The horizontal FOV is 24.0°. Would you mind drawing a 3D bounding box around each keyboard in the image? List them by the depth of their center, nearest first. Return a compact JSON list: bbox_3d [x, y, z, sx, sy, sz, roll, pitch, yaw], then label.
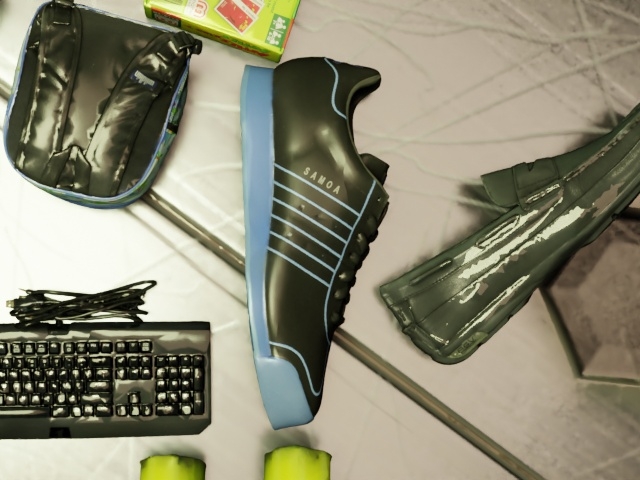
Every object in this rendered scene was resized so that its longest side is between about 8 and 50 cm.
[{"bbox_3d":[-0.164,0.076,0.942,0.192,0.038,0.100,-1,88,-5],"label":"keyboard"}]

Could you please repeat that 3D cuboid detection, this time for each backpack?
[{"bbox_3d":[-0.137,-0.078,0.925,0.105,0.084,0.114,16,82,-3],"label":"backpack"}]

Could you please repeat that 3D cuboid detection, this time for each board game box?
[{"bbox_3d":[-0.039,-0.215,0.957,0.092,0.043,0.181,19,87,-4],"label":"board game box"}]

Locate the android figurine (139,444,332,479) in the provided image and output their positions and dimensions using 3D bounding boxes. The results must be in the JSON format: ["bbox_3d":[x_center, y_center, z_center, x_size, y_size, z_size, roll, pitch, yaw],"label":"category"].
[{"bbox_3d":[-0.054,0.260,0.885,0.248,0.056,0.272,-7,68,16],"label":"android figurine"}]

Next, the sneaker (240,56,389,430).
[{"bbox_3d":[0.000,0.000,0.935,0.090,0.081,0.232,-3,87,3],"label":"sneaker"}]

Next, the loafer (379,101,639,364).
[{"bbox_3d":[0.133,-0.018,0.943,0.223,0.076,0.078,-44,86,5],"label":"loafer"}]
